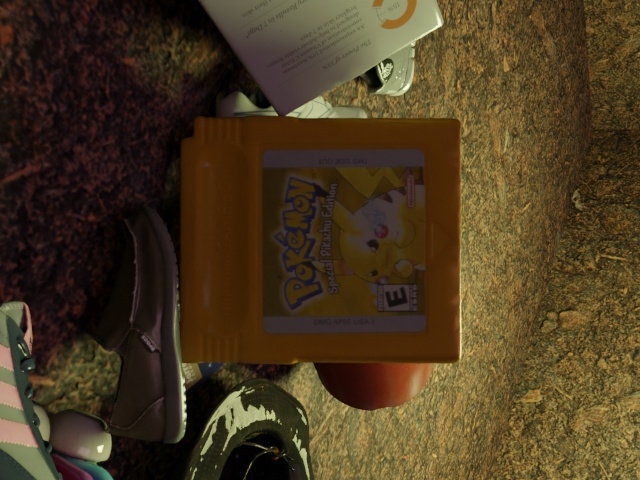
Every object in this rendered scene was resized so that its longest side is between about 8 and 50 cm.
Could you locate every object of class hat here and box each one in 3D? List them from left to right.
[{"bbox_3d":[-0.124,0.353,0.723,0.331,0.133,0.332,33,53,-58],"label":"hat"}]

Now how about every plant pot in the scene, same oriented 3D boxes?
[{"bbox_3d":[0.074,0.110,0.850,0.272,0.272,0.265,-51,146,-35],"label":"plant pot"}]

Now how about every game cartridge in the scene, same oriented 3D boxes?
[{"bbox_3d":[0.000,0.000,0.636,0.052,0.323,0.286,168,-78,-87],"label":"game cartridge"}]

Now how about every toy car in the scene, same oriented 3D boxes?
[{"bbox_3d":[-0.260,0.237,0.493,0.182,0.136,0.159,44,62,-50],"label":"toy car"}]

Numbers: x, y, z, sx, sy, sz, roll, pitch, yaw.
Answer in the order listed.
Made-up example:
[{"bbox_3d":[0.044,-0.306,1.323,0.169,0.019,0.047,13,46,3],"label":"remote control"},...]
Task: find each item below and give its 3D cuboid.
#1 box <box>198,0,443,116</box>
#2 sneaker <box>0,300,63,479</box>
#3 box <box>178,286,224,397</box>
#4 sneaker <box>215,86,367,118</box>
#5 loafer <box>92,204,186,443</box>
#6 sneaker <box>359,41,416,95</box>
[{"bbox_3d":[-0.046,-0.335,0.547,0.345,0.215,0.168,51,15,-48],"label":"box"},{"bbox_3d":[-0.247,0.113,0.406,0.319,0.112,0.131,55,37,-5],"label":"sneaker"},{"bbox_3d":[-0.149,0.102,0.711,0.225,0.036,0.137,-41,129,-41],"label":"box"},{"bbox_3d":[-0.026,-0.165,0.763,0.297,0.111,0.129,-29,116,-49],"label":"sneaker"},{"bbox_3d":[-0.191,0.085,0.568,0.087,0.094,0.251,-4,78,-19],"label":"loafer"},{"bbox_3d":[0.108,-0.358,0.925,0.132,0.086,0.229,-25,119,-48],"label":"sneaker"}]
